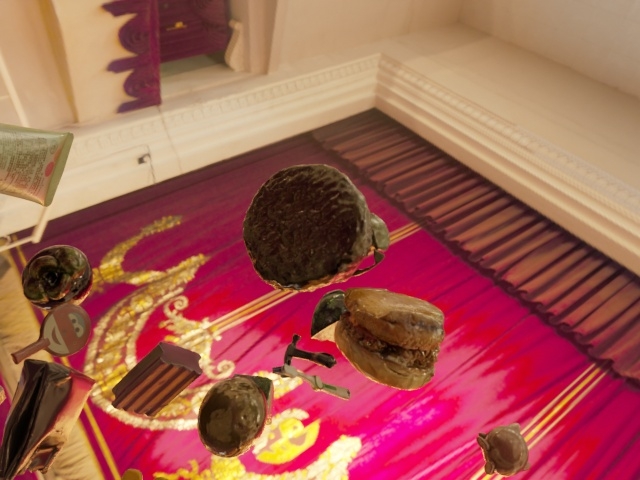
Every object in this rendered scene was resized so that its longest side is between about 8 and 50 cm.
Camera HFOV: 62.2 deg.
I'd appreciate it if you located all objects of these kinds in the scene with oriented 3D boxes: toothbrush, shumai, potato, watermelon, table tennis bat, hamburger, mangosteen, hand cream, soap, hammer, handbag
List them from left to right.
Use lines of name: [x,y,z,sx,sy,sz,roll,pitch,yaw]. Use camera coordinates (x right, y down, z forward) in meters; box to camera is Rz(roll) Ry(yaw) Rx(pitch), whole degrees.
hand cream: [-0.518,-0.133,0.846,0.093,0.306,0.147,21,-86,14]
handbag: [-0.745,0.484,1.424,0.342,0.152,0.288,107,-4,-67]
table tennis bat: [-0.494,0.179,0.980,0.019,0.154,0.098,-1,-69,34]
mangosteen: [-0.845,0.118,1.703,0.243,0.243,0.243,38,-38,38]
soap: [-0.385,0.329,1.247,0.203,0.122,0.065,-42,-139,20]
potato: [-0.206,0.415,1.251,0.235,0.160,0.178,-20,-111,61]
watermelon: [-0.220,0.516,1.640,0.257,0.192,0.140,72,21,-57]
hammer: [-0.041,0.413,1.867,0.037,0.137,0.289,32,-18,-29]
toothbrush: [-0.003,0.276,1.019,0.030,0.030,0.304,40,0,36]
shumai: [0.000,0.000,1.503,0.395,0.395,0.348,43,-1,33]
watermelon: [0.030,0.273,1.918,0.207,0.136,0.202,-95,-163,-58]
hamburger: [0.146,0.204,1.155,0.244,0.244,0.163,25,-74,49]

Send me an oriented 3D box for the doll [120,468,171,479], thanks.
doll: [-0.270,0.468,0.915,0.316,0.145,0.103,89,-10,-52]

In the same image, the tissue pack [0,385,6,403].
tissue pack: [-0.576,0.256,0.908,0.063,0.035,0.083,35,-35,-9]

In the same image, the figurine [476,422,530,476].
figurine: [0.478,0.546,1.378,0.125,0.138,0.125,176,-90,-64]
